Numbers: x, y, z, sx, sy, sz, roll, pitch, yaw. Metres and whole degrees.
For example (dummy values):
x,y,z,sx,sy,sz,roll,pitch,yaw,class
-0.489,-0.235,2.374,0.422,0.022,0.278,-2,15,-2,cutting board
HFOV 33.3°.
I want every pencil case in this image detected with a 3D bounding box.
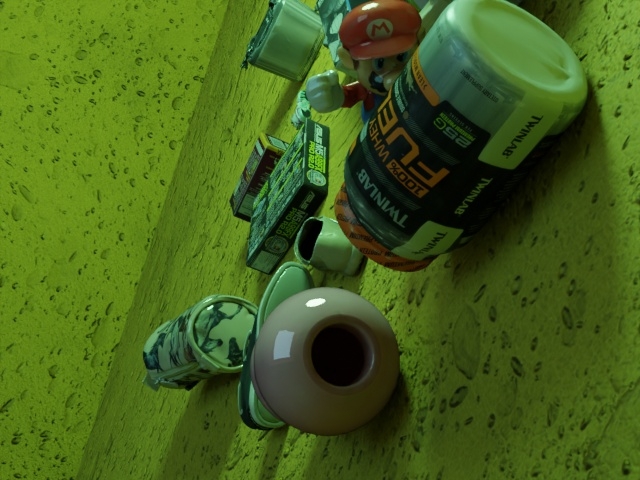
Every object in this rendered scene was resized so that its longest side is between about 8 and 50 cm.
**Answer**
x,y,z,sx,sy,sz,roll,pitch,yaw,class
-0.254,0.225,2.272,0.410,0.159,0.184,-29,34,63,pencil case

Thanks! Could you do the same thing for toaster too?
x,y,z,sx,sy,sz,roll,pitch,yaw,class
-0.085,-0.487,2.620,0.227,0.146,0.129,-62,18,18,toaster

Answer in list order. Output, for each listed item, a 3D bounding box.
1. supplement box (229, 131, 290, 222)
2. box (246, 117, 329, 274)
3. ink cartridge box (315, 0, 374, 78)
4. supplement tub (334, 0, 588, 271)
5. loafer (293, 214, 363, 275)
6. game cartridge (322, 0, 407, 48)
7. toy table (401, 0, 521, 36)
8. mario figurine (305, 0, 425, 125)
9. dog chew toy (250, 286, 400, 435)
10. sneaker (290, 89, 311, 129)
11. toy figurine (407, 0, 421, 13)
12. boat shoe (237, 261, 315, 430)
x,y,z,sx,sy,sz,roll,pitch,yaw,class
-0.134,-0.140,2.473,0.188,0.080,0.104,-63,19,15,supplement box
-0.068,-0.091,2.261,0.270,0.060,0.216,-54,22,38,box
0.067,-0.469,2.083,0.165,0.065,0.333,-55,27,29,ink cartridge box
0.165,-0.125,1.369,0.338,0.207,0.207,-55,22,38,supplement tub
0.000,0.000,1.897,0.102,0.092,0.268,-69,18,-4,loafer
0.106,-0.466,2.137,0.297,0.062,0.198,29,102,65,game cartridge
0.197,-0.359,1.528,0.161,0.252,0.274,-60,4,-29,toy table
0.101,-0.188,1.502,0.198,0.170,0.321,-47,-36,-27,mario figurine
-0.012,0.184,1.567,0.332,0.206,0.207,141,147,-71,dog chew toy
-0.049,-0.296,2.475,0.069,0.038,0.098,-50,25,43,sneaker
0.180,-0.557,1.808,0.362,0.217,0.191,-34,38,60,toy figurine
-0.086,0.186,1.906,0.091,0.114,0.303,-24,46,58,boat shoe
